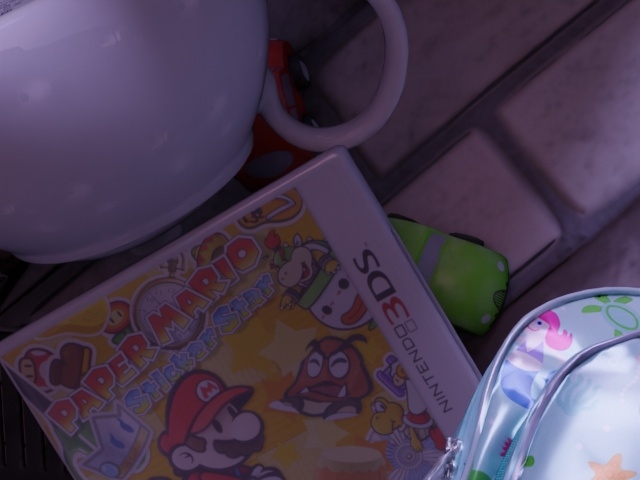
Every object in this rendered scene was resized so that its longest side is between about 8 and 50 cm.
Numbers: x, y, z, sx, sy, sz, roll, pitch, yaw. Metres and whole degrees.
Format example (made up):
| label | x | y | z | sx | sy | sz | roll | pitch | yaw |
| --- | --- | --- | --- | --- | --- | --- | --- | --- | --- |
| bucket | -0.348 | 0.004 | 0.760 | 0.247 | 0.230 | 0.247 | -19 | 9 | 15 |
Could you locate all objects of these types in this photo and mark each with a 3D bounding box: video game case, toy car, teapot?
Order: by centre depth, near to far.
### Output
| label | x | y | z | sx | sy | sz | roll | pitch | yaw |
| --- | --- | --- | --- | --- | --- | --- | --- | --- | --- |
| video game case | -0.032 | 0.091 | 0.820 | 0.227 | 0.026 | 0.206 | -30 | 96 | 13 |
| teapot | -0.122 | -0.075 | 0.827 | 0.256 | 0.187 | 0.252 | 4 | 40 | 47 |
| toy car | 0.000 | 0.000 | 0.882 | 0.225 | 0.053 | 0.239 | 15 | 82 | 24 |

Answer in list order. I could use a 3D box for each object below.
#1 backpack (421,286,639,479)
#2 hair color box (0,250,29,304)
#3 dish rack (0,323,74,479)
| label | x | y | z | sx | sy | sz | roll | pitch | yaw |
| --- | --- | --- | --- | --- | --- | --- | --- | --- | --- |
| backpack | 0.144 | 0.141 | 0.605 | 0.225 | 0.191 | 0.253 | 18 | 51 | 6 |
| hair color box | -0.212 | -0.011 | 0.957 | 0.043 | 0.072 | 0.141 | 34 | 90 | 26 |
| dish rack | -0.259 | 0.141 | 0.900 | 0.271 | 0.074 | 0.208 | 2 | 102 | 20 |
